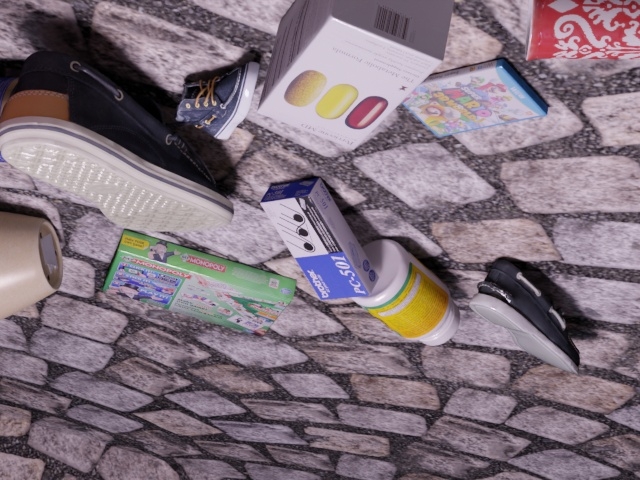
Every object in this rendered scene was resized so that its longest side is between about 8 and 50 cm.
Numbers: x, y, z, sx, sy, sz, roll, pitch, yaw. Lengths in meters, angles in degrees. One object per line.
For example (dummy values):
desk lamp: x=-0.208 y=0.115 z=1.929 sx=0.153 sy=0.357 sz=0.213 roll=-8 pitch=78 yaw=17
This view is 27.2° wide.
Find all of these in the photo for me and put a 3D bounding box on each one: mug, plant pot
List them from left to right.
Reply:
plant pot: x=-0.598 y=0.044 z=2.297 sx=0.274 sy=0.256 sz=0.256 roll=-10 pitch=151 yaw=7
mug: x=0.310 y=-0.252 z=1.422 sx=0.169 sy=0.150 sz=0.113 roll=4 pitch=118 yaw=7

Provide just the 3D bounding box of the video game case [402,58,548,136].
video game case: x=0.190 y=-0.180 z=1.695 sx=0.166 sy=0.015 sz=0.119 roll=-9 pitch=148 yaw=37

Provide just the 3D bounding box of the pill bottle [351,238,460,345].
pill bottle: x=0.141 y=0.092 z=2.167 sx=0.118 sy=0.117 sz=0.208 roll=-7 pitch=149 yaw=36

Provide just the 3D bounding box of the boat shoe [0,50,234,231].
boat shoe: x=-0.267 y=-0.123 z=1.871 sx=0.187 sy=0.156 sz=0.500 roll=-6 pitch=161 yaw=25

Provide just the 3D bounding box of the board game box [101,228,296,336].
board game box: x=-0.224 y=0.082 z=2.393 sx=0.317 sy=0.046 sz=0.213 roll=17 pitch=154 yaw=-11

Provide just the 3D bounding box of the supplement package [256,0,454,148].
supplement package: x=0.039 y=-0.228 z=1.521 sx=0.139 sy=0.133 sz=0.244 roll=20 pitch=154 yaw=-15

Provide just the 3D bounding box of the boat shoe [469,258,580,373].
boat shoe: x=0.357 y=0.130 z=2.180 sx=0.114 sy=0.091 sz=0.302 roll=17 pitch=165 yaw=40

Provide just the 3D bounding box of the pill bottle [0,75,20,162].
pill bottle: x=-0.487 y=-0.172 z=1.889 sx=0.219 sy=0.122 sz=0.123 roll=1 pitch=153 yaw=23

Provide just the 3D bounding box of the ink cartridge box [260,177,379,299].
ink cartridge box: x=0.000 y=0.000 z=2.040 sx=0.097 sy=0.046 sz=0.207 roll=-7 pitch=128 yaw=36

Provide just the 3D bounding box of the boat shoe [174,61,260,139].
boat shoe: x=-0.140 y=-0.191 z=1.760 sx=0.083 sy=0.065 sz=0.183 roll=17 pitch=156 yaw=-13
